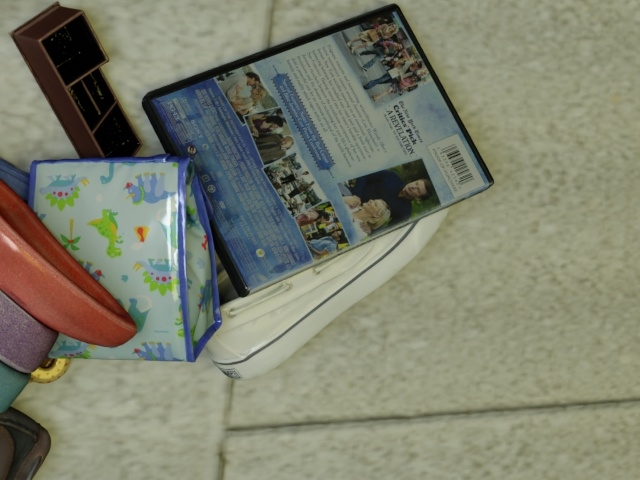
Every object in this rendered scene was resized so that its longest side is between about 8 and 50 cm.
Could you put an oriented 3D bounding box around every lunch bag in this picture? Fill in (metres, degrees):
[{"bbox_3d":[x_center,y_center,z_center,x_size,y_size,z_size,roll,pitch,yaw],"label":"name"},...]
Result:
[{"bbox_3d":[-0.150,0.009,1.208,0.128,0.096,0.151,-1,111,13],"label":"lunch bag"}]

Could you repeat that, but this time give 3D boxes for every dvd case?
[{"bbox_3d":[0.002,-0.079,1.306,0.253,0.022,0.180,-24,80,-27],"label":"dvd case"}]

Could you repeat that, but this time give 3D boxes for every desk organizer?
[{"bbox_3d":[-0.178,-0.112,1.215,0.047,0.050,0.130,-38,119,-20],"label":"desk organizer"}]

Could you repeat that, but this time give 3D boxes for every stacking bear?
[{"bbox_3d":[-0.298,0.095,1.089,0.289,0.175,0.164,-45,164,0],"label":"stacking bear"}]

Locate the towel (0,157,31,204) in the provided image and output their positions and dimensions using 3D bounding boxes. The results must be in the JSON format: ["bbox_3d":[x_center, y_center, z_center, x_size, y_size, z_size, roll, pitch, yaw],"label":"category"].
[{"bbox_3d":[-0.376,0.047,1.140,0.243,0.040,0.336,31,86,-36],"label":"towel"}]

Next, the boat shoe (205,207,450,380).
[{"bbox_3d":[0.000,0.000,1.340,0.267,0.096,0.088,-39,125,-10],"label":"boat shoe"}]

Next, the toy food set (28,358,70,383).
[{"bbox_3d":[-0.236,0.078,1.242,0.082,0.020,0.083,-15,110,-30],"label":"toy food set"}]

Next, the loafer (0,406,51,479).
[{"bbox_3d":[-0.289,0.266,1.206,0.095,0.109,0.303,24,85,-39],"label":"loafer"}]
